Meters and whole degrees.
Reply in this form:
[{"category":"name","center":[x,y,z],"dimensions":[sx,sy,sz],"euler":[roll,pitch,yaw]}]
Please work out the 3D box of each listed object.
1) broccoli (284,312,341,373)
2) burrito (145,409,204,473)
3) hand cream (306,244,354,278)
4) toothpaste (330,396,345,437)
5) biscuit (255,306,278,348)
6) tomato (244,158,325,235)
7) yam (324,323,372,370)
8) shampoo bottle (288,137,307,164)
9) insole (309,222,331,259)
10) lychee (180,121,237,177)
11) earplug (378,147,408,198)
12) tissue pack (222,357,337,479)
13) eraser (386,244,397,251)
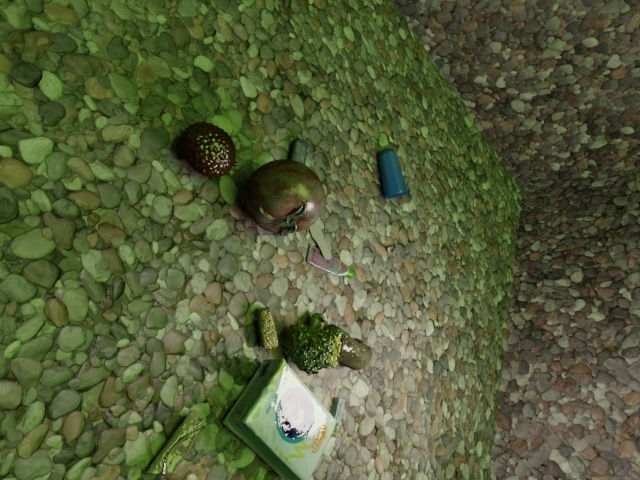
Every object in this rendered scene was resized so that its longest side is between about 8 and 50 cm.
[{"category":"broccoli","center":[-0.014,0.393,1.822],"dimensions":[0.243,0.180,0.272],"euler":[19,57,-2]},{"category":"burrito","center":[-0.458,0.661,1.446],"dimensions":[0.087,0.060,0.225],"euler":[47,53,-21]},{"category":"hand cream","center":[0.046,0.111,2.088],"dimensions":[0.275,0.050,0.079],"euler":[27,37,-33]},{"category":"toothpaste","center":[0.065,0.779,1.965],"dimensions":[0.046,0.034,0.164],"euler":[37,57,-38]},{"category":"biscuit","center":[-0.211,0.343,1.753],"dimensions":[0.071,0.082,0.168],"euler":[-10,89,-20]},{"category":"tomato","center":[-0.139,-0.167,1.771],"dimensions":[0.317,0.317,0.282],"euler":[20,53,-41]},{"category":"yam","center":[0.118,0.490,2.005],"dimensions":[0.254,0.154,0.153],"euler":[41,55,-37]},{"category":"shampoo bottle","center":[-0.107,-0.348,2.021],"dimensions":[0.087,0.049,0.233],"euler":[26,64,-41]},{"category":"insole","center":[0.000,0.000,2.064],"dimensions":[0.065,0.004,0.197],"euler":[-29,92,-42]},{"category":"lychee","center":[-0.400,-0.326,1.632],"dimensions":[0.238,0.200,0.199],"euler":[26,63,-49]},{"category":"earplug","center":[0.392,-0.380,2.480],"dimensions":[0.133,0.133,0.272],"euler":[-5,82,-46]},{"category":"tissue pack","center":[-0.139,0.682,1.690],"dimensions":[0.388,0.162,0.287],"euler":[54,49,-21]},{"category":"eraser","center":[0.396,0.044,2.463],"dimensions":[0.099,0.019,0.027],"euler":[-13,91,-45]}]
